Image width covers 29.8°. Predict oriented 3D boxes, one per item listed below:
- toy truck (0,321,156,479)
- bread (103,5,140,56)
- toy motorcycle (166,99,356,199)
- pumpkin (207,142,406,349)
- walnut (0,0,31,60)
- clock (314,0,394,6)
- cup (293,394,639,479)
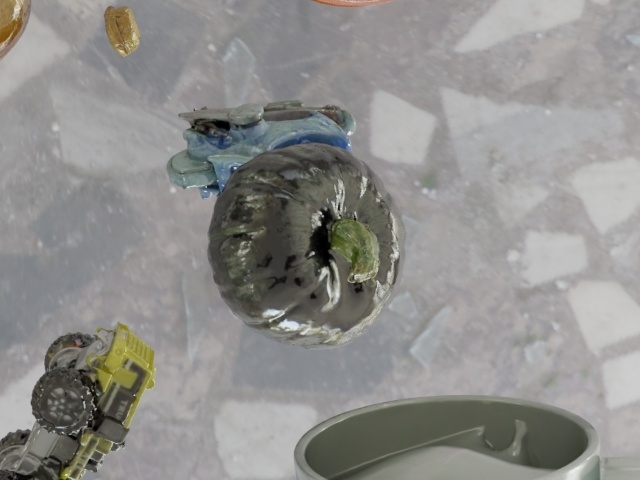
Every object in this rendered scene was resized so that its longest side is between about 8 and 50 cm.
[{"bbox_3d":[-0.261,0.210,1.177,0.111,0.136,0.286,30,100,-11],"label":"toy truck"},{"bbox_3d":[-0.311,-0.331,1.892,0.046,0.083,0.081,-19,155,3],"label":"bread"},{"bbox_3d":[-0.086,-0.161,1.930,0.182,0.319,0.241,59,44,-51],"label":"toy motorcycle"},{"bbox_3d":[0.000,0.000,1.660,0.295,0.296,0.296,-5,109,-15],"label":"pumpkin"},{"bbox_3d":[-0.495,-0.288,1.554,0.297,0.203,0.203,-26,113,5],"label":"walnut"},{"bbox_3d":[0.051,-0.243,0.839,0.205,0.051,0.205,-18,152,-10],"label":"clock"},{"bbox_3d":[0.163,0.297,1.018,0.356,0.259,0.275,-2,100,10],"label":"cup"}]
